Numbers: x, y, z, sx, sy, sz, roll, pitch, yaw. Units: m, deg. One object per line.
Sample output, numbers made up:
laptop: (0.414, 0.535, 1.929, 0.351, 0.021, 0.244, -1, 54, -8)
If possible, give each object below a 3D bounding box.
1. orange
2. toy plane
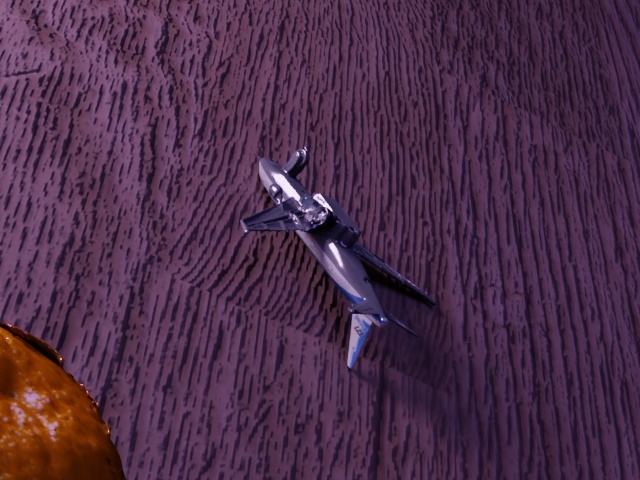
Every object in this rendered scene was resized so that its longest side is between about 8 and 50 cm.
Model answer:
orange: (-0.194, 0.129, 0.670, 0.193, 0.161, 0.193, 28, 29, -17)
toy plane: (0.003, -0.001, 1.078, 0.226, 0.058, 0.226, 22, 33, -44)
